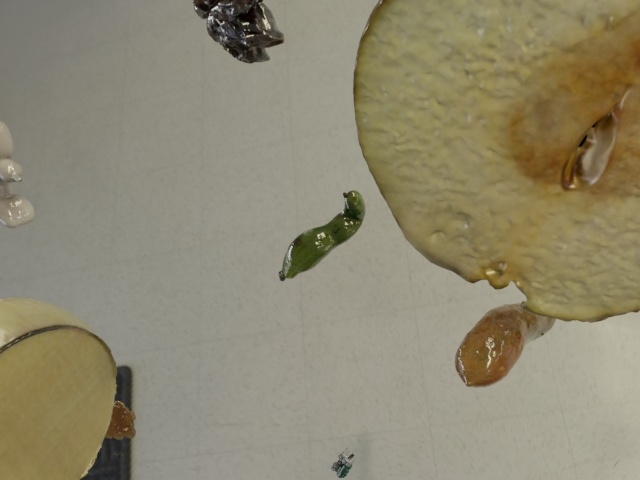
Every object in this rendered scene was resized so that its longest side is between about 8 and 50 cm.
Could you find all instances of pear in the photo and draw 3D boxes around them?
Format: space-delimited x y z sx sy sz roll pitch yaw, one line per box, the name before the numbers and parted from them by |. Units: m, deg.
pear | 0.209 -0.135 0.517 0.340 0.387 0.191 22 46 0

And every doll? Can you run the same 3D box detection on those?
doll | -0.515 -0.097 1.107 0.059 0.161 0.160 -28 92 -39

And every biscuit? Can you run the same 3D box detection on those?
biscuit | -0.602 0.535 2.015 0.129 0.019 0.120 -21 89 7

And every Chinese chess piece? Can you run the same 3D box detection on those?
Chinese chess piece | -0.331 0.185 0.723 0.103 0.250 0.250 16 71 28

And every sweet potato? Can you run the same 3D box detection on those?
sweet potato | 0.320 0.157 1.165 0.097 0.097 0.291 35 40 28

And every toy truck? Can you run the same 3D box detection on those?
toy truck | 0.062 0.575 1.770 0.044 0.083 0.039 40 39 20

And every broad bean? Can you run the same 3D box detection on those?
broad bean | 0.000 0.000 1.133 0.214 0.070 0.048 -47 38 21

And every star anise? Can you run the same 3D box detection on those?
star anise | -0.158 -0.397 1.117 0.108 0.236 0.223 -25 49 -16
